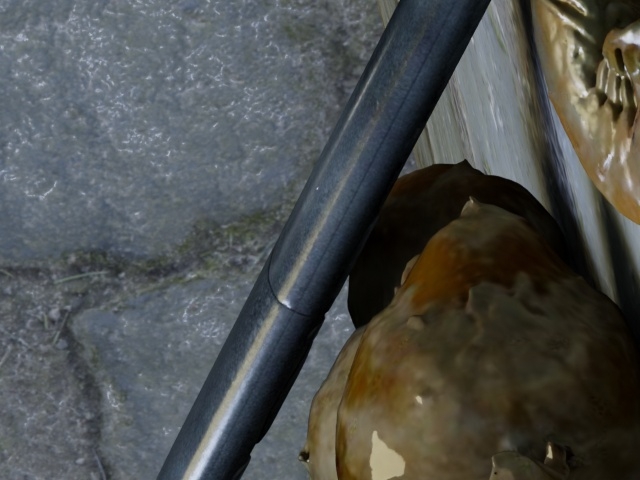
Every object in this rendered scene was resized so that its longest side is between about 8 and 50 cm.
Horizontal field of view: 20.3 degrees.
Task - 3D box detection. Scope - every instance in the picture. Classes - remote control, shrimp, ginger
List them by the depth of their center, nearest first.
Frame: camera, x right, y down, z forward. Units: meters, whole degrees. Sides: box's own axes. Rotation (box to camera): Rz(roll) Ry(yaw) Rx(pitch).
[{"bbox_3d":[0.088,-0.083,0.556,0.095,0.045,0.162,71,-173,-82],"label":"shrimp"},{"bbox_3d":[0.077,0.094,0.896,0.375,0.176,0.256,-96,8,-84],"label":"ginger"},{"bbox_3d":[0.000,0.000,0.961,0.377,0.044,0.107,-63,1,21],"label":"remote control"}]
